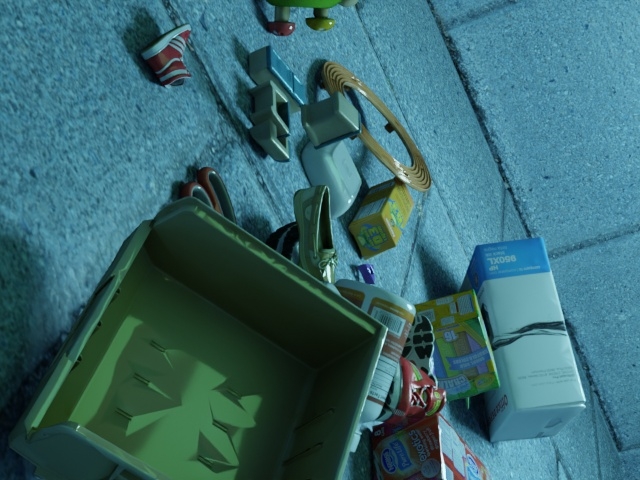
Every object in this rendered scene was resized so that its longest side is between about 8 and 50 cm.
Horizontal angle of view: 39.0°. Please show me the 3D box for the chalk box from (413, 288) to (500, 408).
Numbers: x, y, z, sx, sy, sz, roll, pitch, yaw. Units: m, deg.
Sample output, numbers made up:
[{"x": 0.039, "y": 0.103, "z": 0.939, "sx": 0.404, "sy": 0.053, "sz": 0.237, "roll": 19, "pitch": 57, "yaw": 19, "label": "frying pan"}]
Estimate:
[{"x": 0.276, "y": 0.230, "z": 1.795, "sx": 0.132, "sy": 0.132, "sz": 0.213, "roll": -84, "pitch": 155, "yaw": -67, "label": "chalk box"}]

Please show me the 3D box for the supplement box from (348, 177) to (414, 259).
[{"x": 0.123, "y": -0.048, "z": 1.774, "sx": 0.078, "sy": 0.080, "sz": 0.233, "roll": 63, "pitch": 24, "yaw": -15, "label": "supplement box"}]

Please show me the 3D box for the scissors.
[{"x": -0.112, "y": 0.045, "z": 1.202, "sx": 0.297, "sy": 0.021, "sz": 0.109, "roll": 68, "pitch": 22, "yaw": -6, "label": "scissors"}]

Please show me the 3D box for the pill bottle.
[{"x": 0.041, "y": 0.171, "z": 1.235, "sx": 0.121, "sy": 0.121, "sz": 0.216, "roll": 36, "pitch": 72, "yaw": -56, "label": "pill bottle"}]

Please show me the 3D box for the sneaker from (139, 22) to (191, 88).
[{"x": -0.195, "y": -0.247, "z": 1.216, "sx": 0.067, "sy": 0.042, "sz": 0.118, "roll": 59, "pitch": 32, "yaw": -19, "label": "sneaker"}]

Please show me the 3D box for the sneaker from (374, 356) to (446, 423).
[{"x": 0.135, "y": 0.226, "z": 1.367, "sx": 0.279, "sy": 0.118, "sz": 0.107, "roll": 9, "pitch": 102, "yaw": -85, "label": "sneaker"}]

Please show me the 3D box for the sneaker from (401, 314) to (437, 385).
[{"x": 0.179, "y": 0.222, "z": 1.655, "sx": 0.071, "sy": 0.068, "sz": 0.170, "roll": 55, "pitch": 31, "yaw": -72, "label": "sneaker"}]

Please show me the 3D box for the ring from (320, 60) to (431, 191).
[{"x": 0.111, "y": -0.230, "z": 1.855, "sx": 0.336, "sy": 0.032, "sz": 0.337, "roll": 43, "pitch": 22, "yaw": -22, "label": "ring"}]

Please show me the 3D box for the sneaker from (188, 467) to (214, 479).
[{"x": -0.067, "y": 0.345, "z": 0.936, "sx": 0.178, "sy": 0.123, "sz": 0.296, "roll": -8, "pitch": 78, "yaw": -59, "label": "sneaker"}]

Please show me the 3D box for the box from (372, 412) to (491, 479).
[{"x": 0.192, "y": 0.403, "z": 1.496, "sx": 0.257, "sy": 0.122, "sz": 0.128, "roll": 51, "pitch": 29, "yaw": -42, "label": "box"}]

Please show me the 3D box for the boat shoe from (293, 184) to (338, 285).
[{"x": 0.001, "y": -0.001, "z": 1.268, "sx": 0.056, "sy": 0.048, "sz": 0.153, "roll": -2, "pitch": 82, "yaw": -59, "label": "boat shoe"}]

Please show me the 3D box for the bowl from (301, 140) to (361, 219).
[{"x": 0.027, "y": -0.122, "z": 1.638, "sx": 0.142, "sy": 0.053, "sz": 0.142, "roll": 63, "pitch": 22, "yaw": -14, "label": "bowl"}]

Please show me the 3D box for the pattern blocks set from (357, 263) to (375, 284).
[{"x": 0.126, "y": 0.197, "z": 1.643, "sx": 0.325, "sy": 0.026, "sz": 0.285, "roll": 69, "pitch": 21, "yaw": -6, "label": "pattern blocks set"}]

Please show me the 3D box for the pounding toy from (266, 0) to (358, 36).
[{"x": -0.027, "y": -0.430, "z": 1.657, "sx": 0.237, "sy": 0.182, "sz": 0.110, "roll": -43, "pitch": 138, "yaw": -71, "label": "pounding toy"}]

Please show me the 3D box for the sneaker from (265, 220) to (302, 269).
[{"x": -0.036, "y": 0.041, "z": 1.322, "sx": 0.094, "sy": 0.081, "sz": 0.208, "roll": 61, "pitch": 35, "yaw": -24, "label": "sneaker"}]

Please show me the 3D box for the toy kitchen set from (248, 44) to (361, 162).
[{"x": -0.015, "y": -0.225, "z": 1.463, "sx": 0.122, "sy": 0.166, "sz": 0.207, "roll": 45, "pitch": 33, "yaw": -48, "label": "toy kitchen set"}]

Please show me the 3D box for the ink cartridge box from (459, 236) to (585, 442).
[{"x": 0.450, "y": 0.234, "z": 2.072, "sx": 0.285, "sy": 0.166, "sz": 0.395, "roll": 91, "pitch": -8, "yaw": -63, "label": "ink cartridge box"}]

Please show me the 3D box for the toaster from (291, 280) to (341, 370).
[{"x": -0.045, "y": 0.138, "z": 1.093, "sx": 0.129, "sy": 0.146, "sz": 0.227, "roll": 61, "pitch": 28, "yaw": -27, "label": "toaster"}]

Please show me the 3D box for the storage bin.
[{"x": -0.102, "y": 0.134, "z": 0.835, "sx": 0.260, "sy": 0.123, "sz": 0.262, "roll": 35, "pitch": 48, "yaw": -16, "label": "storage bin"}]
